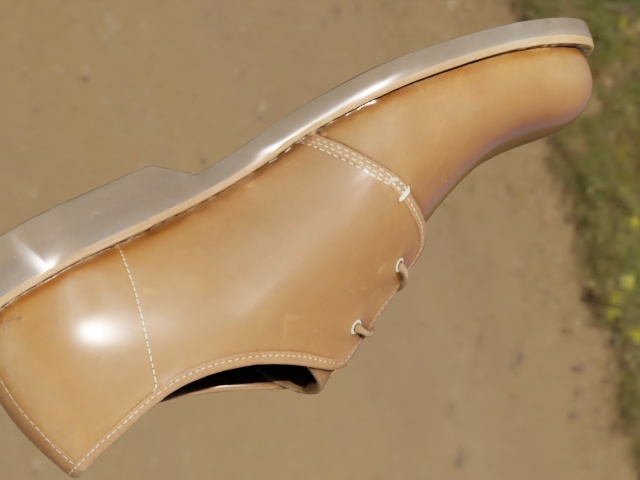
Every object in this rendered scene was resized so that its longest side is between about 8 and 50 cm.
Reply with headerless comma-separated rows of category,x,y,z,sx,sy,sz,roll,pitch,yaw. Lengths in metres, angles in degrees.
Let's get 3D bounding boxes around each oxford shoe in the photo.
oxford shoe,0.000,0.000,0.567,0.212,0.076,0.076,-28,173,-21
